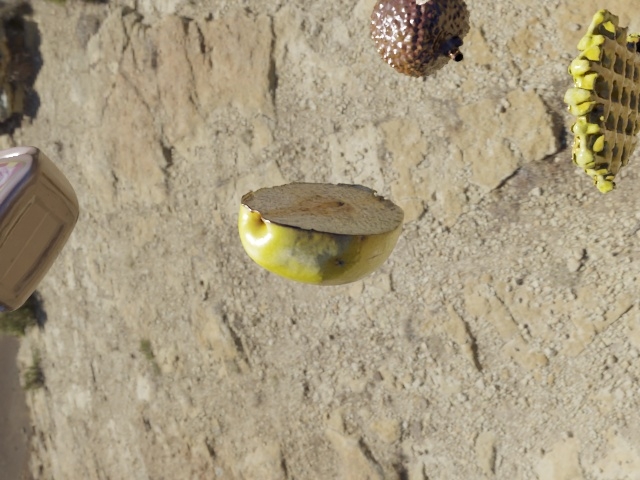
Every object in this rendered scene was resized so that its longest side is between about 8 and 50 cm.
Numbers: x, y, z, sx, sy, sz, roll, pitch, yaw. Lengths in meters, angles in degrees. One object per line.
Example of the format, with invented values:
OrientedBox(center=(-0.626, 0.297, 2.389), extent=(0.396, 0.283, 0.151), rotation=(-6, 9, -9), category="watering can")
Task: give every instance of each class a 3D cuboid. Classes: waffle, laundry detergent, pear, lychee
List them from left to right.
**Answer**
OrientedBox(center=(-0.344, -0.019, 0.557), extent=(0.237, 0.076, 0.171), rotation=(3, 55, 27), category="laundry detergent")
OrientedBox(center=(0.000, 0.000, 1.338), extent=(0.340, 0.387, 0.191), rotation=(34, 124, 48), category="pear")
OrientedBox(center=(0.204, -0.424, 1.174), extent=(0.238, 0.200, 0.200), rotation=(50, 128, 28), category="lychee")
OrientedBox(center=(0.448, -0.225, 0.897), extent=(0.051, 0.291, 0.290), rotation=(11, 105, 44), category="waffle")

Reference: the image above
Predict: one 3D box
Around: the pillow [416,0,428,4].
OrientedBox(center=(0.178, -0.440, 0.815), extent=(0.135, 0.034, 0.210), rotation=(159, 124, -65), category="pillow")
